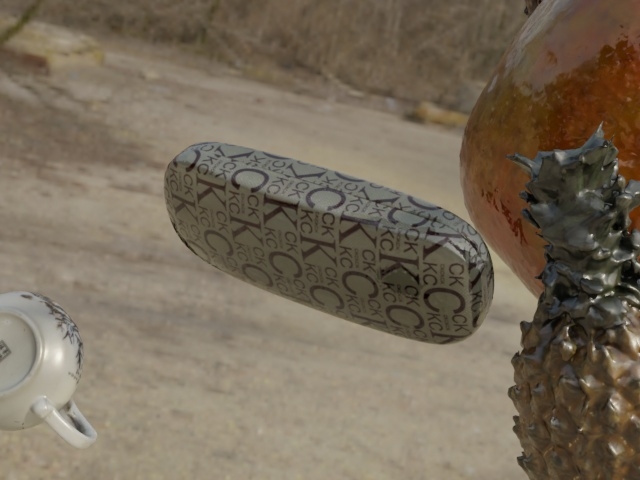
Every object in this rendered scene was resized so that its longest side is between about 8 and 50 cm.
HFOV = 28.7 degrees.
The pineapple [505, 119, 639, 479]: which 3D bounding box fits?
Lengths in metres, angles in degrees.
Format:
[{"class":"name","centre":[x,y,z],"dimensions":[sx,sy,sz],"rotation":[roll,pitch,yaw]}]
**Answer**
[{"class":"pineapple","centre":[0.240,0.083,1.048],"dimensions":[0.202,0.361,0.202],"rotation":[-16,23,7]}]

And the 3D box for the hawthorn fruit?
[{"class":"hawthorn fruit","centre":[0.406,-0.115,1.456],"dimensions":[0.472,0.471,0.472],"rotation":[12,11,-2]}]

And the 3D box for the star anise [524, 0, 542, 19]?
[{"class":"star anise","centre":[0.323,-0.394,1.804],"dimensions":[0.212,0.157,0.053],"rotation":[51,-10,-19]}]

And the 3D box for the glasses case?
[{"class":"glasses case","centre":[0.000,0.000,1.197],"dimensions":[0.355,0.137,0.085],"rotation":[19,45,27]}]

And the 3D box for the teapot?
[{"class":"teapot","centre":[-0.447,0.198,1.883],"dimensions":[0.299,0.208,0.166],"rotation":[52,-12,9]}]
